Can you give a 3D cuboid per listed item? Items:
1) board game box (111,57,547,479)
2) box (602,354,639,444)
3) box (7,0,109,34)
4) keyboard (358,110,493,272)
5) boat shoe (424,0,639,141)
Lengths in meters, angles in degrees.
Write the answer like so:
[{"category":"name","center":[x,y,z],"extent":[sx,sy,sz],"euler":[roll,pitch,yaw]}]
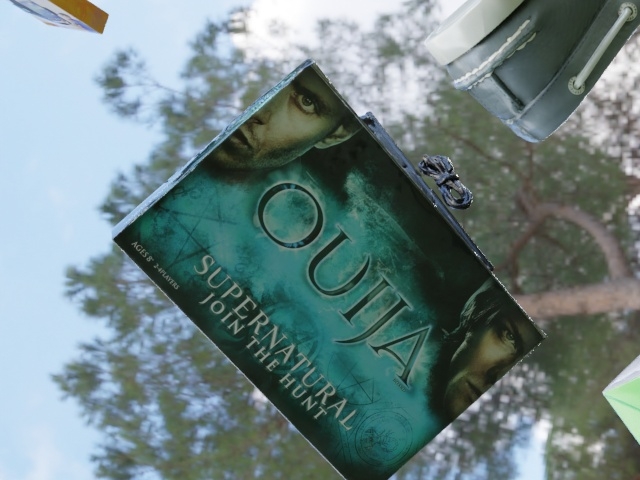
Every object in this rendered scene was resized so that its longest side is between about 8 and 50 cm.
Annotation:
[{"category":"board game box","center":[0.008,0.022,0.545],"extent":[0.126,0.026,0.186],"euler":[-42,-73,1]},{"category":"box","center":[0.358,0.127,0.718],"extent":[0.231,0.127,0.262],"euler":[-33,-95,-36]},{"category":"box","center":[-0.291,-0.253,1.148],"extent":[0.136,0.081,0.028],"euler":[23,-98,-61]},{"category":"keyboard","center":[0.050,-0.025,0.751],"extent":[0.108,0.180,0.023],"euler":[-18,-43,-15]},{"category":"boat shoe","center":[0.201,-0.182,0.730],"extent":[0.319,0.116,0.099],"euler":[-42,-84,-25]}]
